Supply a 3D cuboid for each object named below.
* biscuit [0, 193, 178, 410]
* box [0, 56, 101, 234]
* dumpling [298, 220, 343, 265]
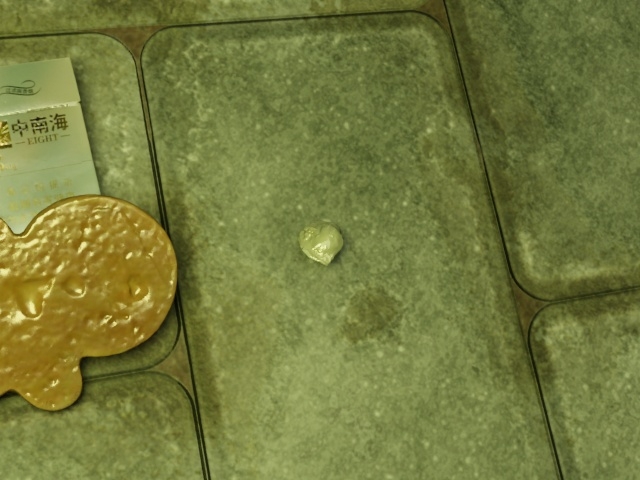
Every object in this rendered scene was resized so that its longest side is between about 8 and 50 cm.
[{"bbox_3d":[-0.354,0.075,1.199,0.355,0.052,0.275,-30,102,-15],"label":"biscuit"},{"bbox_3d":[-0.386,-0.115,1.266,0.155,0.067,0.243,-13,79,-19],"label":"box"},{"bbox_3d":[0.001,-0.001,1.342,0.057,0.052,0.076,29,72,-18],"label":"dumpling"}]
